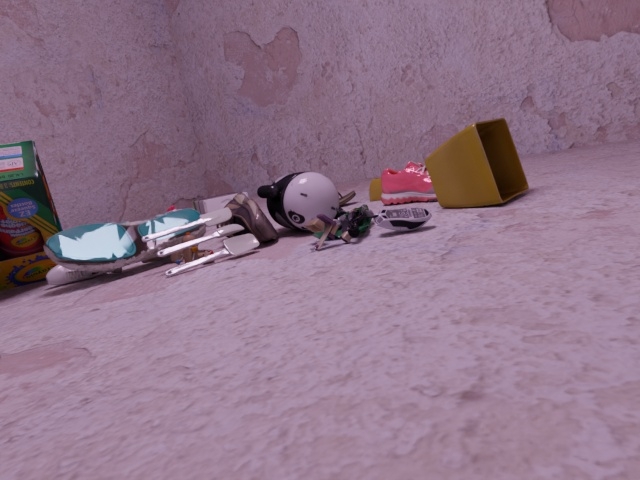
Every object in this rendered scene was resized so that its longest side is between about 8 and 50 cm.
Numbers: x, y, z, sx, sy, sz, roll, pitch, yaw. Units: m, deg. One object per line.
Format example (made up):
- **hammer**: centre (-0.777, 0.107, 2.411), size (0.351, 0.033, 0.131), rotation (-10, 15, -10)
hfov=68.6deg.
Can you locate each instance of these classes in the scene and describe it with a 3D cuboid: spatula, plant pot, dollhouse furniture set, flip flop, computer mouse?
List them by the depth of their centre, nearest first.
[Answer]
- **computer mouse**: centre (0.158, -0.042, 1.078), size (0.193, 0.042, 0.106), rotation (-1, 26, 5)
- **dollhouse furniture set**: centre (0.000, 0.000, 1.094), size (0.081, 0.091, 0.114), rotation (-61, 19, -13)
- **spatula**: centre (-0.289, 0.000, 1.142), size (0.242, 0.019, 0.168), rotation (-22, 57, -34)
- **plant pot**: centre (0.418, -0.196, 1.295), size (0.187, 0.212, 0.212), rotation (-18, 2, 44)
- **plant pot**: centre (0.235, -0.201, 1.811), size (0.081, 0.083, 0.081), rotation (-5, 11, 31)
- **flip flop**: centre (0.002, -0.162, 1.840), size (0.277, 0.080, 0.112), rotation (-10, 10, 5)

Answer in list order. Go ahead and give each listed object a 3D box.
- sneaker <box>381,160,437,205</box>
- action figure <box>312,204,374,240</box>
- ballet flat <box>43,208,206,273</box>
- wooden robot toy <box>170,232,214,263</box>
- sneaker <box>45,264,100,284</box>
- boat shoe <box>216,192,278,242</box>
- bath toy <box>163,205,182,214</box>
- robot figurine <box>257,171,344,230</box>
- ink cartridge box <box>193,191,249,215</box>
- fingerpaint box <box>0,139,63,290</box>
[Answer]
- **sneaker**: centre (0.331, -0.196, 1.529), size (0.313, 0.136, 0.116), rotation (-4, 13, 33)
- **action figure**: centre (0.083, -0.057, 1.226), size (0.137, 0.063, 0.232), rotation (1, 15, 22)
- **ballet flat**: centre (-0.489, 0.022, 1.234), size (0.409, 0.147, 0.147), rotation (-15, 11, -36)
- **wooden robot toy**: centre (-0.323, 0.016, 1.187), size (0.076, 0.079, 0.173), rotation (-19, 13, -39)
- **sneaker**: centre (-0.629, 0.080, 1.222), size (0.152, 0.054, 0.061), rotation (-17, 15, -36)
- **boat shoe**: centre (-0.223, -0.042, 1.363), size (0.130, 0.132, 0.355), rotation (-38, 20, -8)
- **bath toy**: centre (-0.494, -0.052, 1.607), size (0.151, 0.129, 0.348), rotation (-13, 9, -11)
- **robot figurine**: centre (-0.058, -0.112, 1.377), size (0.209, 0.174, 0.278), rotation (-26, 15, -20)
- **ink cartridge box**: centre (-0.448, -0.148, 2.128), size (0.198, 0.115, 0.273), rotation (-15, 11, -22)
- **fingerpaint box**: centre (-0.914, -0.027, 1.179), size (0.444, 0.371, 0.163), rotation (-13, 50, -25)
